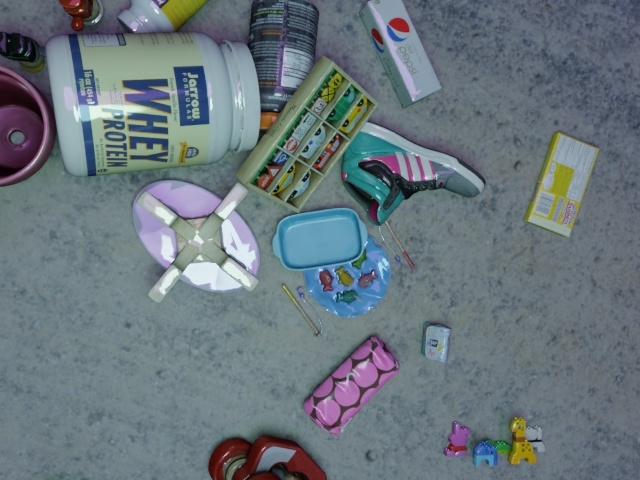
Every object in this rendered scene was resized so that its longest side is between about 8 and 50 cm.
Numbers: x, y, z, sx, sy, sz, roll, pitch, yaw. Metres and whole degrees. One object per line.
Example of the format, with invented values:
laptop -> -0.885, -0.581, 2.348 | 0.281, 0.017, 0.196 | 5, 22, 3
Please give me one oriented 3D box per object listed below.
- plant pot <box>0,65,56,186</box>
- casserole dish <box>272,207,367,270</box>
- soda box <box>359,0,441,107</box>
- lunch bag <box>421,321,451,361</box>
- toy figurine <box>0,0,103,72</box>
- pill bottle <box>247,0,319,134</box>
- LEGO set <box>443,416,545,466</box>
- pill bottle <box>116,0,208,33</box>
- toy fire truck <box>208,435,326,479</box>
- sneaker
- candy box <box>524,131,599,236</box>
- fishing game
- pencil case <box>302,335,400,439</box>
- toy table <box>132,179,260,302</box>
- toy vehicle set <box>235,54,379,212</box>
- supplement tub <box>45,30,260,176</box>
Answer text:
plant pot -> -0.555, -0.189, 1.068 | 0.202, 0.180, 0.201 | 0, 92, -11
casserole dish -> 0.000, 0.000, 1.221 | 0.189, 0.037, 0.114 | -9, 78, 4
soda box -> 0.160, -0.383, 1.240 | 0.069, 0.074, 0.216 | -28, 96, -8
lunch bag -> 0.240, 0.208, 1.269 | 0.053, 0.083, 0.071 | 6, 92, -10
toy figurine -> -0.522, -0.430, 1.091 | 0.209, 0.148, 0.213 | -43, 100, 0
pill bottle -> -0.078, -0.325, 1.173 | 0.131, 0.130, 0.245 | 6, 91, -10
LEGO set -> 0.385, 0.415, 1.300 | 0.227, 0.087, 0.093 | 1, 92, -11
pill bottle -> -0.285, -0.449, 1.146 | 0.103, 0.103, 0.184 | 44, 84, -8
toy fire truck -> -0.101, 0.534, 1.198 | 0.254, 0.169, 0.302 | 25, 88, -34
sneaker -> 0.167, -0.103, 1.223 | 0.296, 0.124, 0.178 | 23, 83, -2
candy box -> 0.523, -0.121, 1.336 | 0.105, 0.027, 0.205 | 20, 89, -12
fishing game -> 0.058, 0.064, 1.255 | 0.264, 0.041, 0.189 | -32, 96, -10
pencil case -> 0.068, 0.294, 1.239 | 0.209, 0.095, 0.098 | -46, 63, -4
toy table -> -0.230, -0.002, 1.143 | 0.274, 0.161, 0.252 | 27, 87, -11
toy vehicle set -> -0.021, -0.189, 1.145 | 0.266, 0.035, 0.166 | -53, 142, 10
supplement tub -> -0.288, -0.240, 1.072 | 0.325, 0.235, 0.235 | -9, 93, -20
